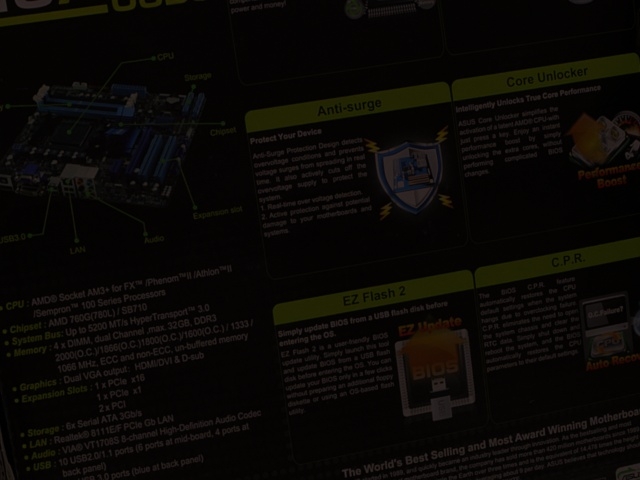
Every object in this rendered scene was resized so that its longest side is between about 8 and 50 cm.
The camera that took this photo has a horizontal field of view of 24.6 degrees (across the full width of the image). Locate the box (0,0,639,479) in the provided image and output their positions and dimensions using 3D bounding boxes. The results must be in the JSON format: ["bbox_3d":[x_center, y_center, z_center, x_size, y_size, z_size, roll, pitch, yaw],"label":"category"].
[{"bbox_3d":[0.000,0.000,0.392,0.191,0.045,0.184,-11,97,-13],"label":"box"}]
